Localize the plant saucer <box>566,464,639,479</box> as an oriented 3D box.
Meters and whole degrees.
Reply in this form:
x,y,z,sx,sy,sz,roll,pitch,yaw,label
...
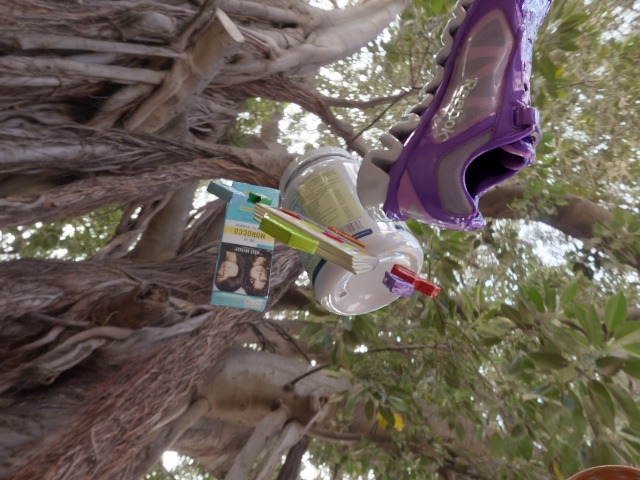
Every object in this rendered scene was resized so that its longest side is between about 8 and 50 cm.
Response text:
x,y,z,sx,sy,sz,roll,pitch,yaw,label
0.447,0.434,0.754,0.200,0.200,0.037,-29,-74,20,plant saucer

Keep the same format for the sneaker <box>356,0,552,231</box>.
x,y,z,sx,sy,sz,roll,pitch,yaw,label
0.131,-0.103,0.390,0.104,0.095,0.236,29,-92,37,sneaker

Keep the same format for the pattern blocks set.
x,y,z,sx,sy,sz,roll,pitch,yaw,label
0.000,0.000,0.735,0.325,0.285,0.026,31,-81,29,pattern blocks set

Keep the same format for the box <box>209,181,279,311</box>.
x,y,z,sx,sy,sz,roll,pitch,yaw,label
-0.141,0.007,0.955,0.100,0.244,0.060,10,-33,-11,box

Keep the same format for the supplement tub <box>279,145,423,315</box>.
x,y,z,sx,sy,sz,roll,pitch,yaw,label
0.052,-0.028,1.086,0.235,0.235,0.325,-43,-131,21,supplement tub
